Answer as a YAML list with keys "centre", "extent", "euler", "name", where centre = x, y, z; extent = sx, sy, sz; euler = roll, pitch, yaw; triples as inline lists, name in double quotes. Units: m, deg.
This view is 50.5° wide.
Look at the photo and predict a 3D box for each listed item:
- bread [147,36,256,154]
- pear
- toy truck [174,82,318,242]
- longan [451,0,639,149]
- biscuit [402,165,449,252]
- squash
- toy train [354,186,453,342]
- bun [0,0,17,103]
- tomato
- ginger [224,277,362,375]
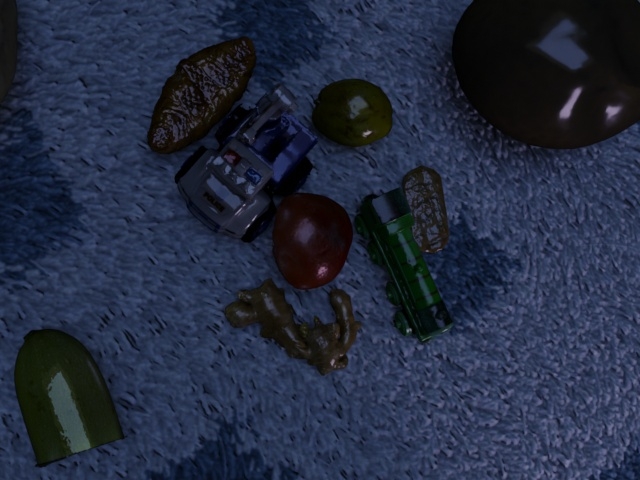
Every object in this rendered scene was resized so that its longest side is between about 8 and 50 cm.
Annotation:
- centre: [-0.187, -0.222, 1.038]
  extent: [0.105, 0.076, 0.233]
  euler: [40, 74, -10]
  name: "bread"
- centre: [0.051, -0.202, 1.073]
  extent: [0.131, 0.107, 0.107]
  euler: [13, 80, -18]
  name: "pear"
- centre: [-0.103, -0.112, 0.991]
  extent: [0.161, 0.177, 0.213]
  euler: [40, 76, -6]
  name: "toy truck"
- centre: [0.375, -0.283, 1.076]
  extent: [0.349, 0.288, 0.289]
  euler: [6, 81, -22]
  name: "longan"
- centre: [0.174, -0.052, 1.123]
  extent: [0.071, 0.018, 0.147]
  euler: [-6, 83, -12]
  name: "biscuit"
- centre: [-0.354, 0.207, 0.929]
  extent: [0.123, 0.123, 0.187]
  euler: [-22, 83, -14]
  name: "squash"
- centre: [0.131, 0.040, 1.052]
  extent: [0.085, 0.119, 0.251]
  euler: [-24, 87, -15]
  name: "toy train"
- centre: [-0.577, -0.285, 0.889]
  extent: [0.360, 0.213, 0.361]
  euler: [17, 59, -30]
  name: "bun"
- centre: [0.000, 0.000, 1.018]
  extent: [0.155, 0.069, 0.156]
  euler: [4, 85, -48]
  name: "tomato"
- centre: [-0.031, 0.131, 1.038]
  extent: [0.193, 0.052, 0.176]
  euler: [-25, 83, -15]
  name: "ginger"
